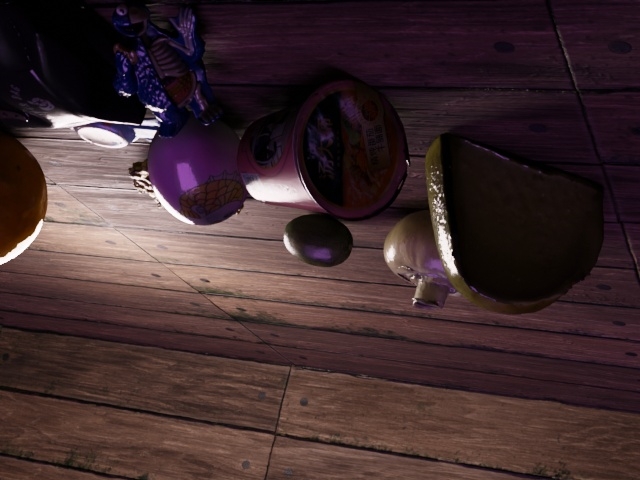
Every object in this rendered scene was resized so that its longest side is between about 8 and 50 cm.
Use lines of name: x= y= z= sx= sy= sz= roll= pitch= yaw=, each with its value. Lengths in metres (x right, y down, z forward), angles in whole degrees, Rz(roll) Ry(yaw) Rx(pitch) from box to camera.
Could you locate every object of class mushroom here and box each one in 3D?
mushroom: x=0.243 y=0.046 z=2.260 sx=0.246 sy=0.202 sz=0.246 roll=20 pitch=169 yaw=4

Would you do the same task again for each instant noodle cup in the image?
instant noodle cup: x=-0.014 y=-0.147 z=1.893 sx=0.244 sy=0.244 sz=0.255 roll=26 pitch=166 yaw=-31

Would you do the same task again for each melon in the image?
melon: x=0.000 y=0.000 z=2.425 sx=0.167 sy=0.114 sz=0.114 roll=10 pitch=161 yaw=15

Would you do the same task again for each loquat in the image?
loquat: x=-0.750 y=-0.097 z=2.384 sx=0.328 sy=0.329 sz=0.328 roll=12 pitch=161 yaw=4

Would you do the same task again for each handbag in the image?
handbag: x=-0.488 y=-0.285 z=1.838 sx=0.287 sy=0.152 sz=0.342 roll=-8 pitch=152 yaw=25

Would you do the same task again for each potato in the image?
potato: x=0.313 y=0.007 z=1.977 sx=0.330 sy=0.280 sz=0.213 roll=16 pitch=159 yaw=-11

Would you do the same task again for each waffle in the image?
waffle: x=-0.290 y=-0.113 z=2.403 sx=0.245 sy=0.052 sz=0.254 roll=7 pitch=161 yaw=15

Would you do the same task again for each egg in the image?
egg: x=-0.233 y=-0.139 z=2.071 sx=0.196 sy=0.196 sz=0.271 roll=5 pitch=155 yaw=23

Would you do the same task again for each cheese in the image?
cheese: x=-0.396 y=-0.221 z=2.163 sx=0.244 sy=0.052 sz=0.135 roll=8 pitch=160 yaw=18

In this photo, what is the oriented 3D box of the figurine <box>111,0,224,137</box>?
figurine: x=-0.261 y=-0.290 z=1.793 sx=0.164 sy=0.121 sz=0.262 roll=-13 pitch=135 yaw=0
